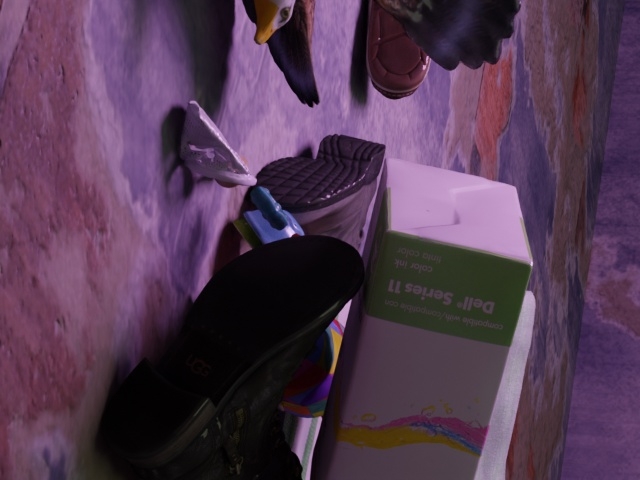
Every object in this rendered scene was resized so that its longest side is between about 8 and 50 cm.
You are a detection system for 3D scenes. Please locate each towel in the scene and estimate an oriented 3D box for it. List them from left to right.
[{"bbox_3d":[0.090,0.166,1.827,0.325,0.038,0.248,5,97,-44],"label":"towel"}]

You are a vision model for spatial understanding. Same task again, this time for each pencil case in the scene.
[{"bbox_3d":[-0.035,0.095,1.588,0.236,0.104,0.104,48,47,-68],"label":"pencil case"}]

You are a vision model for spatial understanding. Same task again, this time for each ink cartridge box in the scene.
[{"bbox_3d":[0.067,0.134,1.481,0.207,0.119,0.353,-84,-173,-72],"label":"ink cartridge box"}]

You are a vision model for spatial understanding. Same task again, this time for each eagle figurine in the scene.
[{"bbox_3d":[-0.007,-0.240,1.423,0.225,0.226,0.298,-51,144,5],"label":"eagle figurine"}]

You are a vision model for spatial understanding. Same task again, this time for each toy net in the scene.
[{"bbox_3d":[-0.059,-0.026,1.503,0.122,0.045,0.232,55,2,39],"label":"toy net"}]

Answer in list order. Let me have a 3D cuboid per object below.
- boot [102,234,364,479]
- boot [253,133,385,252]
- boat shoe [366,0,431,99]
[{"bbox_3d":[-0.053,0.137,1.439,0.263,0.091,0.229,-41,145,-14],"label":"boot"},{"bbox_3d":[0.000,0.000,1.731,0.246,0.083,0.161,-33,134,-65],"label":"boot"},{"bbox_3d":[0.093,-0.276,1.992,0.095,0.095,0.257,87,17,-75],"label":"boat shoe"}]
